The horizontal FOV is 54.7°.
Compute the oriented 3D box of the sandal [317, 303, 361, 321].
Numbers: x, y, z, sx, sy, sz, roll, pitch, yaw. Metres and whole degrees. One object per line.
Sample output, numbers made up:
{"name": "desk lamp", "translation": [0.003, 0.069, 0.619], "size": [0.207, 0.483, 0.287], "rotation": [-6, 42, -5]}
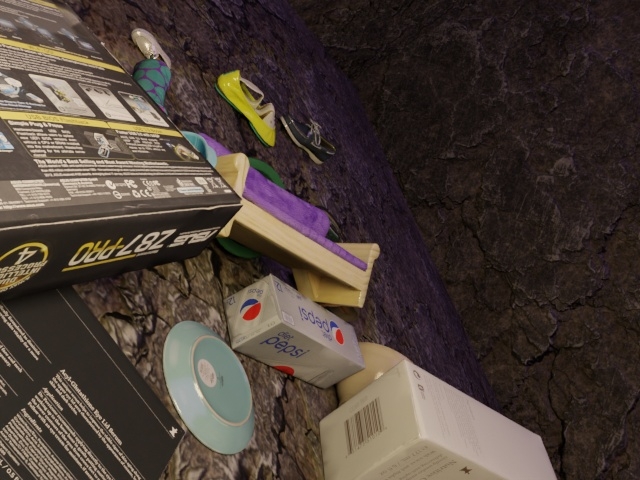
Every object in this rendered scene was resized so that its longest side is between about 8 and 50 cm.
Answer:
{"name": "sandal", "translation": [0.018, 0.126, 1.314], "size": [0.219, 0.090, 0.060], "rotation": [54, 39, -45]}

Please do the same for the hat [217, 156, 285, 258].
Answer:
{"name": "hat", "translation": [-0.174, -0.056, 1.111], "size": [0.208, 0.183, 0.173], "rotation": [9, 84, -49]}

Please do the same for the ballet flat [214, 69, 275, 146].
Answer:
{"name": "ballet flat", "translation": [-0.157, -0.318, 1.489], "size": [0.231, 0.077, 0.077], "rotation": [47, 21, -39]}

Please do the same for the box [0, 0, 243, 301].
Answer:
{"name": "box", "translation": [-0.278, -0.102, 0.492], "size": [0.318, 0.097, 0.395], "rotation": [48, 21, 10]}

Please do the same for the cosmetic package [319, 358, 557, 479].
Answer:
{"name": "cosmetic package", "translation": [0.209, 0.382, 1.049], "size": [0.385, 0.217, 0.156], "rotation": [32, 29, -26]}

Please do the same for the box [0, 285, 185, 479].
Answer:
{"name": "box", "translation": [-0.244, 0.125, 0.477], "size": [0.261, 0.103, 0.184], "rotation": [57, 19, -12]}

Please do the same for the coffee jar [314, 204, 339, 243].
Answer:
{"name": "coffee jar", "translation": [0.000, 0.000, 1.431], "size": [0.096, 0.079, 0.184], "rotation": [49, 21, -28]}

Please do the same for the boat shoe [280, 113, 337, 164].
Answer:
{"name": "boat shoe", "translation": [-0.030, -0.308, 1.842], "size": [0.254, 0.079, 0.095], "rotation": [39, 28, -51]}

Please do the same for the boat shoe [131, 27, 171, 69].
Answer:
{"name": "boat shoe", "translation": [-0.316, -0.353, 1.160], "size": [0.100, 0.035, 0.035], "rotation": [51, 15, -50]}

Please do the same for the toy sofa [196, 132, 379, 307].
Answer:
{"name": "toy sofa", "translation": [-0.063, -0.028, 0.984], "size": [0.362, 0.150, 0.177], "rotation": [32, 67, -46]}

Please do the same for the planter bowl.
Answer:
{"name": "planter bowl", "translation": [0.096, 0.284, 1.161], "size": [0.162, 0.162, 0.109], "rotation": [52, 45, -29]}

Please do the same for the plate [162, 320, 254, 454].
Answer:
{"name": "plate", "translation": [-0.137, 0.188, 0.822], "size": [0.188, 0.024, 0.188], "rotation": [53, 19, -27]}

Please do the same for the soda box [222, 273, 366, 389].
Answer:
{"name": "soda box", "translation": [-0.036, 0.161, 1.033], "size": [0.286, 0.098, 0.091], "rotation": [40, 26, -51]}

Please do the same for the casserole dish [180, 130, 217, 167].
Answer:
{"name": "casserole dish", "translation": [-0.232, -0.096, 0.816], "size": [0.037, 0.188, 0.114], "rotation": [103, -20, -48]}

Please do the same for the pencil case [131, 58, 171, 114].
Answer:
{"name": "pencil case", "translation": [-0.282, -0.242, 1.023], "size": [0.070, 0.064, 0.152], "rotation": [30, 32, -31]}
